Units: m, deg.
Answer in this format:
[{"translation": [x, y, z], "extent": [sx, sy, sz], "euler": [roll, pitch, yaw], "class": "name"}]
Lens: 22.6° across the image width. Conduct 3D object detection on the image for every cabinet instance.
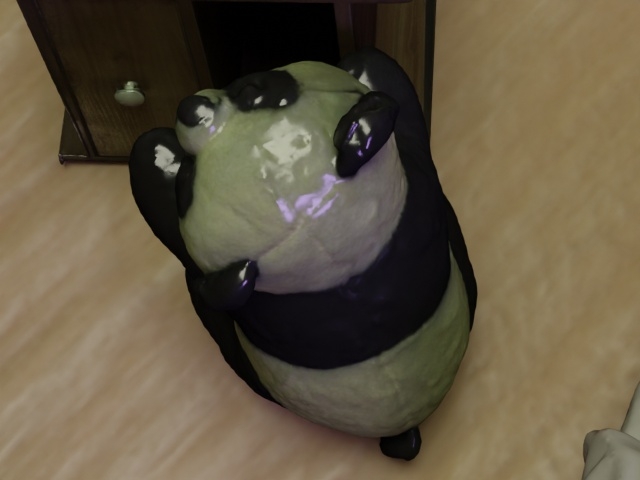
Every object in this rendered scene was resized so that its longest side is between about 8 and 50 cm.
[{"translation": [-0.049, -0.136, 0.850], "extent": [0.215, 0.175, 0.148], "euler": [1, 64, 6], "class": "cabinet"}]

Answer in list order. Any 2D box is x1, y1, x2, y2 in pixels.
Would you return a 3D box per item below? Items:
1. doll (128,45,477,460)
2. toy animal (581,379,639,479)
[{"translation": [0.002, 0.000, 0.756], "extent": [0.143, 0.234, 0.135], "euler": [-26, 49, -3], "class": "doll"}, {"translation": [0.221, 0.087, 0.691], "extent": [0.206, 0.272, 0.265], "euler": [37, 54, -4], "class": "toy animal"}]
